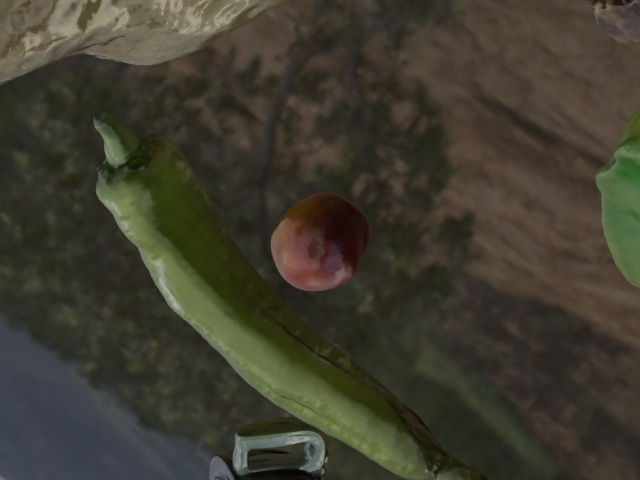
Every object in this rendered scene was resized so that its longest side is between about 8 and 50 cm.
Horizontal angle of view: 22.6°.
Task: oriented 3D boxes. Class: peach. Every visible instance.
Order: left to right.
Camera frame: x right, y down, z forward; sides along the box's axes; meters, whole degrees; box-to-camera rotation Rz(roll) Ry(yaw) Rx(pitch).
[{"bbox_3d":[0.000,0.000,1.625,0.101,0.101,0.101,38,168,9],"label":"peach"}]

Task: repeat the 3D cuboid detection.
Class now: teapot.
[{"bbox_3d":[-0.034,0.203,1.297,0.124,0.091,0.092,118,135,-59],"label":"teapot"}]

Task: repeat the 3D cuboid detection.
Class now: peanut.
[{"bbox_3d":[-0.158,-0.209,1.148,0.169,0.387,0.192,61,154,26],"label":"peanut"}]

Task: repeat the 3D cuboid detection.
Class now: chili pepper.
[{"bbox_3d":[-0.017,0.035,0.610,0.208,0.049,0.043,45,-162,-2],"label":"chili pepper"}]

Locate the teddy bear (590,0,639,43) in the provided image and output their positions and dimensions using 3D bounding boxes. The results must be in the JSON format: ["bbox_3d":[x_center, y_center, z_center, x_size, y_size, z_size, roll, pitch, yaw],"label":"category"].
[{"bbox_3d":[0.461,-0.362,1.858,0.296,0.222,0.246,5,162,22],"label":"teddy bear"}]

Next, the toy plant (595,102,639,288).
[{"bbox_3d":[0.279,-0.068,0.657,0.224,0.316,0.184,29,151,39],"label":"toy plant"}]
